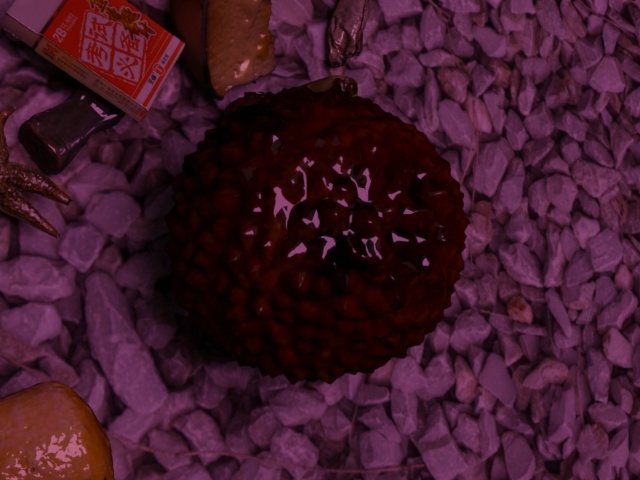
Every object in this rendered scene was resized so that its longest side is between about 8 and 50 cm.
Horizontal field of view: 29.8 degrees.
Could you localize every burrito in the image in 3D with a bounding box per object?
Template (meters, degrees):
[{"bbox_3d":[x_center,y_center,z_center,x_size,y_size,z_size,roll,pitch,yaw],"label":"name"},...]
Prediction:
[{"bbox_3d":[0.060,-0.390,1.996,0.058,0.063,0.229,51,52,-51],"label":"burrito"}]

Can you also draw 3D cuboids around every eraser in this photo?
[{"bbox_3d":[-0.314,-0.287,1.683,0.230,0.038,0.157,34,47,-15],"label":"eraser"}]

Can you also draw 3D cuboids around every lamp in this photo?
[{"bbox_3d":[-0.100,-0.181,1.825,0.101,0.101,0.090,-2,97,-35],"label":"lamp"}]

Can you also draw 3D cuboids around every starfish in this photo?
[{"bbox_3d":[-0.437,-0.073,1.586,0.224,0.050,0.216,26,89,-11],"label":"starfish"}]

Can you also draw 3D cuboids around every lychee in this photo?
[{"bbox_3d":[0.000,0.000,1.687,0.500,0.425,0.424,38,55,-66],"label":"lychee"}]

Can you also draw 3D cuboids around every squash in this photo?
[{"bbox_3d":[-0.002,-0.209,1.828,0.094,0.224,0.094,5,79,-27],"label":"squash"}]

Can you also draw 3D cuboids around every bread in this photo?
[{"bbox_3d":[-0.150,-0.354,1.799,0.174,0.133,0.251,-31,144,-33],"label":"bread"},{"bbox_3d":[-0.353,0.279,1.534,0.171,0.197,0.197,-16,92,-23],"label":"bread"}]

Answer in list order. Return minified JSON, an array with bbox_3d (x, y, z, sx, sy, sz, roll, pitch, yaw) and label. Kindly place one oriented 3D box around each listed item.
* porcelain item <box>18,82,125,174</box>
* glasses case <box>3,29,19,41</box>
[{"bbox_3d":[-0.321,-0.187,1.689,0.081,0.069,0.216,45,59,0],"label":"porcelain item"},{"bbox_3d":[-0.412,-0.314,1.675,0.032,0.021,0.083,35,62,-23],"label":"glasses case"}]
